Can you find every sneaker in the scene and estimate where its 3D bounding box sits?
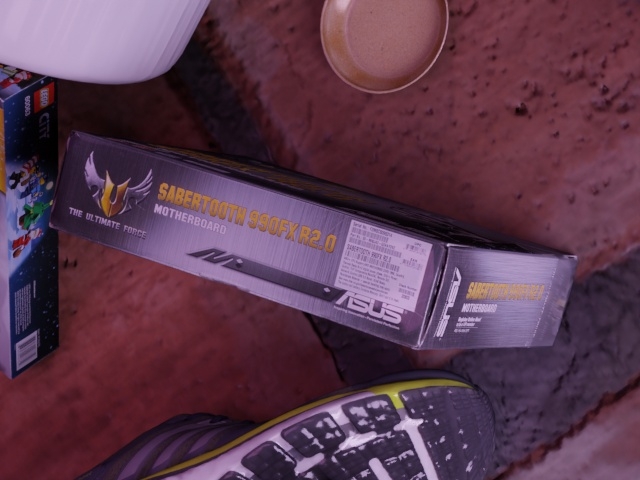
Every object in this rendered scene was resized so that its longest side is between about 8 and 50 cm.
[{"bbox_3d":[-0.045,0.135,1.009,0.300,0.121,0.111,-20,116,8],"label":"sneaker"}]

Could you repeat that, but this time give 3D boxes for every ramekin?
[{"bbox_3d":[-0.176,-0.201,1.011,0.277,0.277,0.135,34,110,25],"label":"ramekin"}]

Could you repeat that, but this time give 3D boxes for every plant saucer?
[{"bbox_3d":[0.040,-0.127,1.032,0.083,0.015,0.083,-2,86,28],"label":"plant saucer"}]

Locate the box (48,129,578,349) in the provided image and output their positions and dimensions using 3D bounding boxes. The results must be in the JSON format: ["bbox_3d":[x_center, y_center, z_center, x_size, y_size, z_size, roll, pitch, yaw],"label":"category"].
[{"bbox_3d":[0.000,0.000,0.952,0.231,0.183,0.056,18,97,28],"label":"box"}]

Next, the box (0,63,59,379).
[{"bbox_3d":[-0.229,-0.044,1.082,0.159,0.044,0.233,35,140,25],"label":"box"}]
